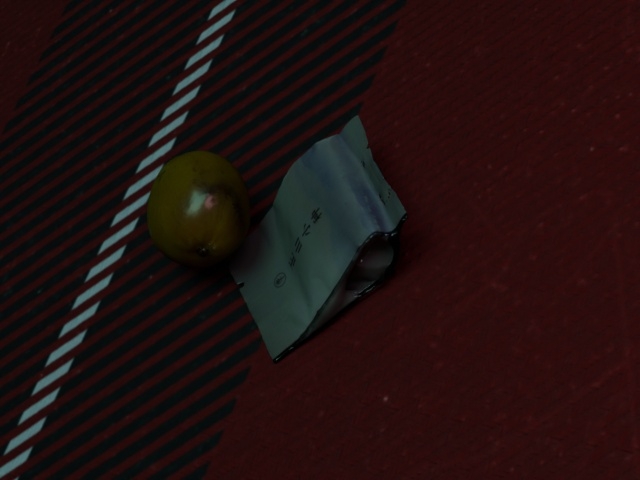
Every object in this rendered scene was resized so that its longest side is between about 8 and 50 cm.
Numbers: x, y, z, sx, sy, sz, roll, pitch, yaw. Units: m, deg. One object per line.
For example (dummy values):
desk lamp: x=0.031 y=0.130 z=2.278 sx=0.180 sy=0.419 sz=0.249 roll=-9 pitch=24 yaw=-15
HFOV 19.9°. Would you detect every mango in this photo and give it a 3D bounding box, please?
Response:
mango: x=-0.155 y=-0.044 z=2.264 sx=0.145 sy=0.112 sz=0.219 roll=-66 pitch=21 yaw=10

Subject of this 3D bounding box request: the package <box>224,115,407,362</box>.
package: x=0.000 y=0.000 z=2.175 sx=0.251 sy=0.062 sz=0.204 roll=-47 pitch=41 yaw=21
